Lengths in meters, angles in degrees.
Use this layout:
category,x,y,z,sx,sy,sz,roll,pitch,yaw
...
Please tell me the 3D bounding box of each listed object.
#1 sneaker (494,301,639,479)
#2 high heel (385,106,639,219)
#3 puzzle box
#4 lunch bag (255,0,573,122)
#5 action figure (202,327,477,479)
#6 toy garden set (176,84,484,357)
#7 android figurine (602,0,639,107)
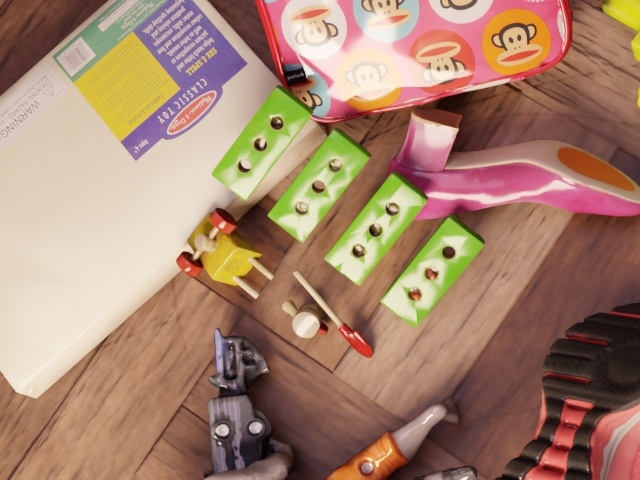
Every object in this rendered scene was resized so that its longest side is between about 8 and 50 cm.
category,x,y,z,sx,sy,sz,roll,pitch,yaw
sneaker,0.244,0.190,1.326,0.116,0.136,0.314,15,57,38
high heel,0.183,-0.039,1.429,0.244,0.082,0.117,16,117,3
puzzle box,-0.226,-0.070,1.545,0.409,0.052,0.272,-41,69,2
lunch bag,0.082,-0.263,1.413,0.293,0.120,0.258,-12,109,15
action figure,-0.027,0.224,1.354,0.330,0.178,0.341,-14,76,1
toy garden set,0.000,0.000,1.440,0.244,0.049,0.204,37,107,-3
android figurine,0.411,-0.202,1.401,0.273,0.056,0.248,33,85,23
